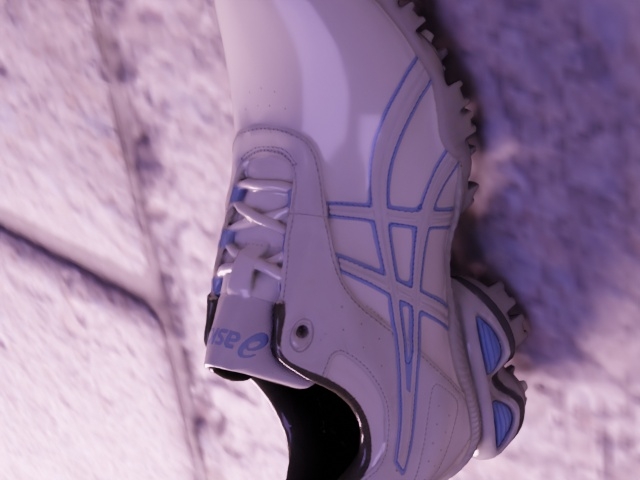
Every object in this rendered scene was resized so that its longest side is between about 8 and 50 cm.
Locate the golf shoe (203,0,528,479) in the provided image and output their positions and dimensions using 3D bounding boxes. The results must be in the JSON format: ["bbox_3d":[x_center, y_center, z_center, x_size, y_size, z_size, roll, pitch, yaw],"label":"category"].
[{"bbox_3d":[0.000,0.000,0.417,0.069,0.086,0.176,3,120,51],"label":"golf shoe"}]
